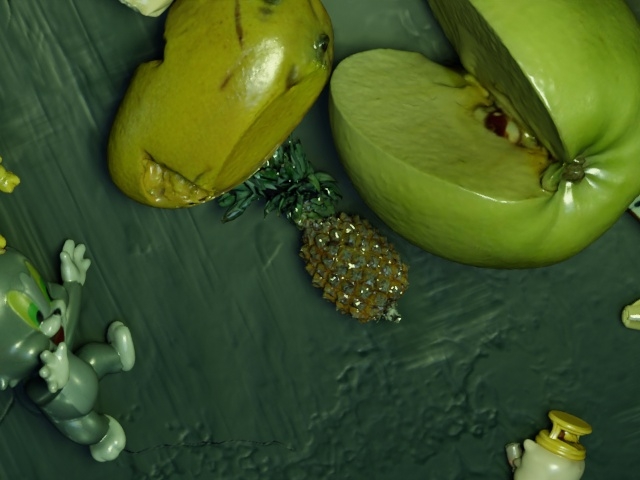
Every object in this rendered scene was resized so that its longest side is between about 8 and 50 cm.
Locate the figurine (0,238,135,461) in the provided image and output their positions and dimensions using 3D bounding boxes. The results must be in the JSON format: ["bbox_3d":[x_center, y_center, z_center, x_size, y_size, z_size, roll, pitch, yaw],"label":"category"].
[{"bbox_3d":[-0.268,0.090,1.699,0.140,0.193,0.265,-3,138,20],"label":"figurine"}]

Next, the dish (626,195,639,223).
[{"bbox_3d":[0.344,-0.091,1.690,0.066,0.190,0.191,-18,111,-37],"label":"dish"}]

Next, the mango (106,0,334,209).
[{"bbox_3d":[-0.097,-0.133,1.630,0.130,0.167,0.262,16,118,-51],"label":"mango"}]

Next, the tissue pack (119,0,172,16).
[{"bbox_3d":[-0.149,-0.331,1.597,0.186,0.090,0.222,40,100,-12],"label":"tissue pack"}]

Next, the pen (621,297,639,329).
[{"bbox_3d":[0.411,0.071,1.792,0.233,0.032,0.040,0,83,-6],"label":"pen"}]

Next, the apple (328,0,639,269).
[{"bbox_3d":[0.157,-0.115,1.583,0.292,0.254,0.292,-18,132,-21],"label":"apple"}]

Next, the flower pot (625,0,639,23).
[{"bbox_3d":[0.422,-0.276,1.549,0.379,0.379,0.251,32,84,-12],"label":"flower pot"}]

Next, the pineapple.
[{"bbox_3d":[0.000,-0.001,1.711,0.103,0.083,0.221,-40,105,11],"label":"pineapple"}]

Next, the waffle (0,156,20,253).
[{"bbox_3d":[-0.383,-0.012,1.612,0.228,0.231,0.051,-45,141,-12],"label":"waffle"}]

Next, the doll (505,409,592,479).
[{"bbox_3d":[0.217,0.231,1.809,0.084,0.073,0.127,25,101,23],"label":"doll"}]
